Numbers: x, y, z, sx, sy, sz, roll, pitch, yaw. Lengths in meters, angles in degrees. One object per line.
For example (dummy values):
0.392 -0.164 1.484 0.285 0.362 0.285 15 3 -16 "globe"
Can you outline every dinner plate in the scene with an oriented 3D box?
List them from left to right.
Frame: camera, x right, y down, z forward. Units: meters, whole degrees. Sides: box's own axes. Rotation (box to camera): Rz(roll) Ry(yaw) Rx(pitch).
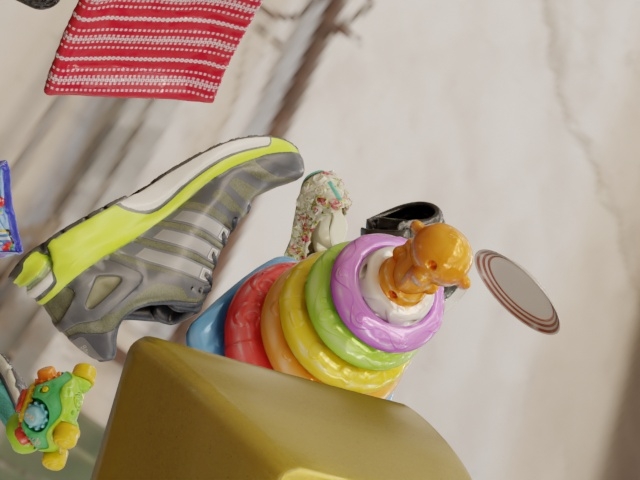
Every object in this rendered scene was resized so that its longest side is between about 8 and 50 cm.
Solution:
0.247 0.060 2.162 0.017 0.141 0.141 -44 -166 -16 "dinner plate"

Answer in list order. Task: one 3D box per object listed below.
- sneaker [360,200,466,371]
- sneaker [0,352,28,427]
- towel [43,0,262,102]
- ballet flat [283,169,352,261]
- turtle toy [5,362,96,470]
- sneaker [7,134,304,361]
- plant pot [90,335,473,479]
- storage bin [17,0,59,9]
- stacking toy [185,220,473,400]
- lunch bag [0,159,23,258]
0.066 0.061 2.038 0.104 0.147 0.296 3 -146 37 "sneaker"
-0.461 0.198 2.341 0.110 0.107 0.275 -40 -124 -16 "sneaker"
-0.149 -0.233 1.760 0.275 0.199 0.031 -56 -137 44 "towel"
0.000 0.000 2.454 0.091 0.077 0.241 -29 150 -22 "ballet flat"
-0.274 0.176 1.746 0.130 0.066 0.095 124 -18 -50 "turtle toy"
-0.127 0.004 1.544 0.300 0.121 0.111 -32 -177 -29 "sneaker"
-0.017 0.195 1.049 0.187 0.212 0.212 13 -93 64 "plant pot"
-0.293 -0.345 1.802 0.084 0.122 0.180 94 22 -68 "storage bin"
0.037 0.055 1.467 0.166 0.175 0.302 -38 178 -38 "stacking toy"
-0.562 -0.008 2.292 0.221 0.138 0.293 -4 -169 19 "lunch bag"
